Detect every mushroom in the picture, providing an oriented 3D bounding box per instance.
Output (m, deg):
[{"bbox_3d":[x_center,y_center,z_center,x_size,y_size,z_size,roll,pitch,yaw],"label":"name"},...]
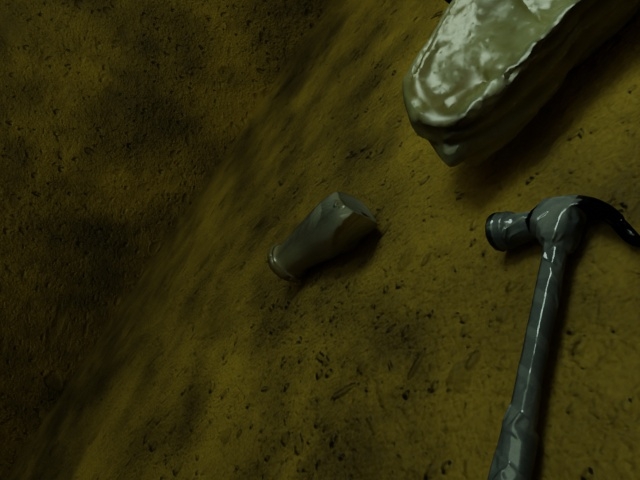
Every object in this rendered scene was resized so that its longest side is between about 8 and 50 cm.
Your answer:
[{"bbox_3d":[0.004,-0.009,0.862,0.247,0.096,0.108,-35,32,47],"label":"mushroom"}]

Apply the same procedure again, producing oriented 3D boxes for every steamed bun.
[{"bbox_3d":[0.273,-0.294,0.674,0.428,0.189,0.247,-51,54,12],"label":"steamed bun"}]

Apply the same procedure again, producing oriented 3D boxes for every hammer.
[{"bbox_3d":[0.172,0.141,0.441,0.152,0.044,0.427,-11,50,56],"label":"hammer"}]

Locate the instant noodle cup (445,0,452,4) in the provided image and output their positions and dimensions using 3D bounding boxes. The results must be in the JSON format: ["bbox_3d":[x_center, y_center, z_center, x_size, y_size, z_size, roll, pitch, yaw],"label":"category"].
[{"bbox_3d":[0.282,-0.536,0.968,0.122,0.151,0.151,-39,28,13],"label":"instant noodle cup"}]
